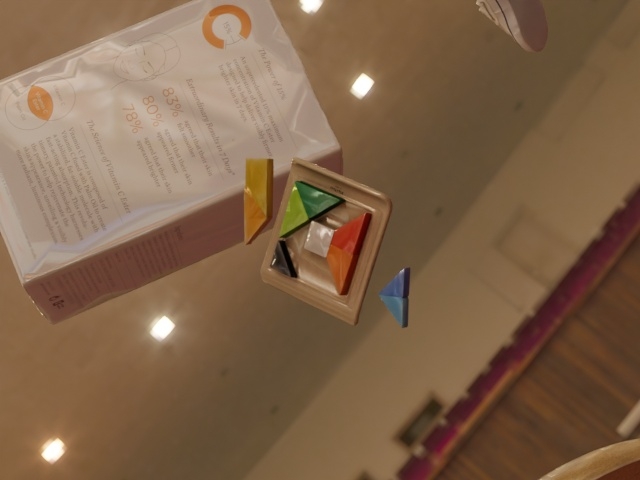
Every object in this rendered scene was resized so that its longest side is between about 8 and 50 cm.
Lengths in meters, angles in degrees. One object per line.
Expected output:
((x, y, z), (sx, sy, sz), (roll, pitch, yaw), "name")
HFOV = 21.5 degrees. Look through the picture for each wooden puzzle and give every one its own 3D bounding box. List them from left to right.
((0.000, 0.000, 0.875), (0.014, 0.116, 0.079), (-6, -72, -53), "wooden puzzle")

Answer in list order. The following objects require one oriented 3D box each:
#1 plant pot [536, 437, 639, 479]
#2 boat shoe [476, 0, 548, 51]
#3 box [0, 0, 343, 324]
((0.156, 0.198, 1.041), (0.236, 0.032, 0.236), (-21, -38, -18), "plant pot")
((0.133, -0.179, 1.246), (0.100, 0.035, 0.035), (48, -118, -34), "boat shoe")
((-0.174, -0.091, 1.744), (0.345, 0.215, 0.168), (-23, -16, -6), "box")
